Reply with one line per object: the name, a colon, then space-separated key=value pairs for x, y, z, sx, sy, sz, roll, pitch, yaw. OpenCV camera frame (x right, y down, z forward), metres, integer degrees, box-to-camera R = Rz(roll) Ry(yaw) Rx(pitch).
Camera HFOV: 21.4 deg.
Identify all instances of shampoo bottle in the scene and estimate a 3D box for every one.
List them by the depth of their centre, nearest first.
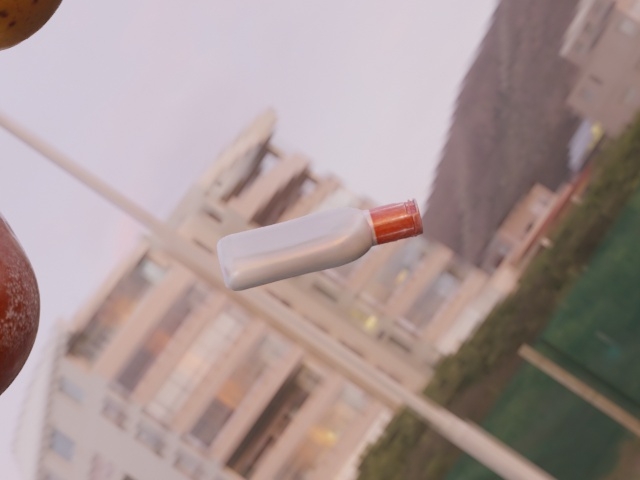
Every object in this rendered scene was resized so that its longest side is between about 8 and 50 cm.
shampoo bottle: x=0.000 y=0.000 z=1.824 sx=0.221 sy=0.051 sz=0.108 roll=-15 pitch=18 yaw=-1

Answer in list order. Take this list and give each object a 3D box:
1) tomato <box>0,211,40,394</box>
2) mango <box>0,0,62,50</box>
tomato: x=-0.409 y=0.053 z=1.732 sx=0.227 sy=0.270 sz=0.270 roll=-37 pitch=-20 yaw=-37
mango: x=-0.268 y=-0.245 z=1.044 sx=0.191 sy=0.290 sz=0.160 roll=-29 pitch=21 yaw=-26
